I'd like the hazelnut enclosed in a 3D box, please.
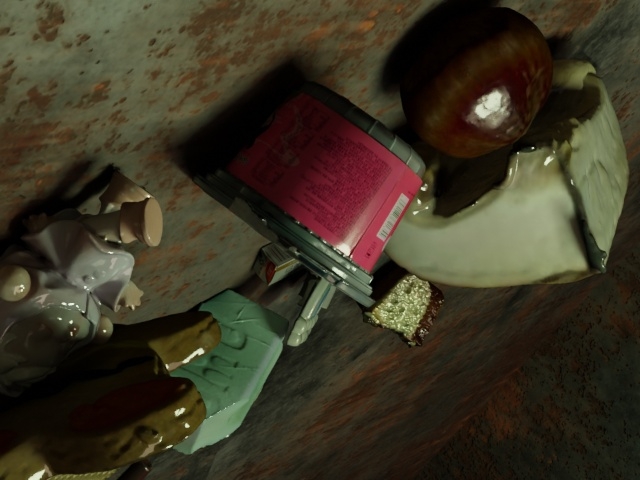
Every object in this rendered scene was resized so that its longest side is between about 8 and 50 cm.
[{"bbox_3d":[0.205,-0.204,1.679,0.204,0.178,0.178,-43,163,-24],"label":"hazelnut"}]

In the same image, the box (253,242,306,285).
[{"bbox_3d":[0.000,0.000,1.938,0.218,0.039,0.055,-25,155,-36],"label":"box"}]

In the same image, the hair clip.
[{"bbox_3d":[-0.012,0.083,1.958,0.140,0.054,0.220,-61,178,2],"label":"hair clip"}]

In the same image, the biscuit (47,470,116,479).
[{"bbox_3d":[-0.357,0.298,1.874,0.259,0.079,0.259,-35,160,-15],"label":"biscuit"}]

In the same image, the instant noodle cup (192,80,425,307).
[{"bbox_3d":[0.006,-0.067,1.537,0.258,0.302,0.182,36,90,-27],"label":"instant noodle cup"}]

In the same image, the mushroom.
[{"bbox_3d":[0.281,-0.106,1.915,0.313,0.224,0.397,-12,-155,30],"label":"mushroom"}]

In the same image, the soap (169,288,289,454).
[{"bbox_3d":[-0.157,0.186,1.860,0.230,0.145,0.091,-60,172,-38],"label":"soap"}]

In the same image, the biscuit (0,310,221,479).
[{"bbox_3d":[-0.296,0.175,1.443,0.368,0.076,0.394,-19,-167,3],"label":"biscuit"}]

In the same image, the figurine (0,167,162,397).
[{"bbox_3d":[-0.279,0.044,1.395,0.276,0.133,0.200,-45,151,0],"label":"figurine"}]

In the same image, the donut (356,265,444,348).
[{"bbox_3d":[0.139,0.107,2.338,0.126,0.144,0.186,-47,130,3],"label":"donut"}]

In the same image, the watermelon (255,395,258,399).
[{"bbox_3d":[-0.135,0.231,2.173,0.092,0.084,0.072,-79,179,-59],"label":"watermelon"}]

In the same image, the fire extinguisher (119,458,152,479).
[{"bbox_3d":[-0.347,0.443,2.263,0.173,0.049,0.035,-46,167,18],"label":"fire extinguisher"}]
